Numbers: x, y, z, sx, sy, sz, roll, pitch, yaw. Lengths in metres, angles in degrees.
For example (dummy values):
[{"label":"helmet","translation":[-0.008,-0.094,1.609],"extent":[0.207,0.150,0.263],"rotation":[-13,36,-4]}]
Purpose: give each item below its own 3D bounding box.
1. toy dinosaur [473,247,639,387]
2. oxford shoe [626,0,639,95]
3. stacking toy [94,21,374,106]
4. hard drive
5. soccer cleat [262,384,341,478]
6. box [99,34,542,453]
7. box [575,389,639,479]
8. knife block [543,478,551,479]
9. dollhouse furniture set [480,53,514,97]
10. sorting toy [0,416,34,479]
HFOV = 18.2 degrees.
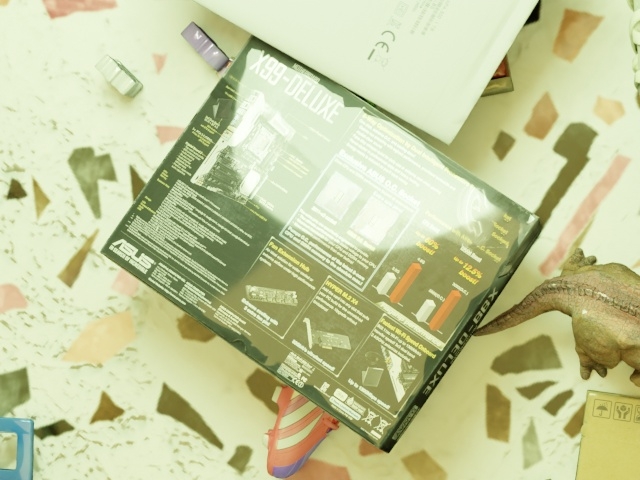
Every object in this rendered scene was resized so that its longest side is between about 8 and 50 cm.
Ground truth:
[{"label":"toy dinosaur","translation":[0.280,0.072,1.708],"extent":[0.296,0.200,0.127],"rotation":[14,91,9]},{"label":"oxford shoe","translation":[0.304,-0.160,1.609],"extent":[0.130,0.169,0.449],"rotation":[11,84,6]},{"label":"stacking toy","translation":[-0.077,-0.151,1.839],"extent":[0.221,0.052,0.167],"rotation":[44,95,6]},{"label":"hard drive","translation":[0.025,-0.248,1.697],"extent":[0.319,0.040,0.210],"rotation":[29,109,-4]},{"label":"soccer cleat","translation":[0.023,0.108,1.807],"extent":[0.095,0.083,0.248],"rotation":[22,89,3]},{"label":"box","translation":[0.000,0.000,1.744],"extent":[0.307,0.076,0.242],"rotation":[34,87,12]},{"label":"box","translation":[0.327,0.229,1.788],"extent":[0.201,0.021,0.164],"rotation":[8,90,8]},{"label":"knife block","translation":[0.208,0.386,1.771],"extent":[0.088,0.242,0.275],"rotation":[-17,44,18]},{"label":"dollhouse furniture set","translation":[0.144,-0.228,1.769],"extent":[0.129,0.129,0.183],"rotation":[-10,86,8]},{"label":"sorting toy","translation":[-0.293,0.335,1.863],"extent":[0.196,0.047,0.347],"rotation":[-13,86,12]}]
